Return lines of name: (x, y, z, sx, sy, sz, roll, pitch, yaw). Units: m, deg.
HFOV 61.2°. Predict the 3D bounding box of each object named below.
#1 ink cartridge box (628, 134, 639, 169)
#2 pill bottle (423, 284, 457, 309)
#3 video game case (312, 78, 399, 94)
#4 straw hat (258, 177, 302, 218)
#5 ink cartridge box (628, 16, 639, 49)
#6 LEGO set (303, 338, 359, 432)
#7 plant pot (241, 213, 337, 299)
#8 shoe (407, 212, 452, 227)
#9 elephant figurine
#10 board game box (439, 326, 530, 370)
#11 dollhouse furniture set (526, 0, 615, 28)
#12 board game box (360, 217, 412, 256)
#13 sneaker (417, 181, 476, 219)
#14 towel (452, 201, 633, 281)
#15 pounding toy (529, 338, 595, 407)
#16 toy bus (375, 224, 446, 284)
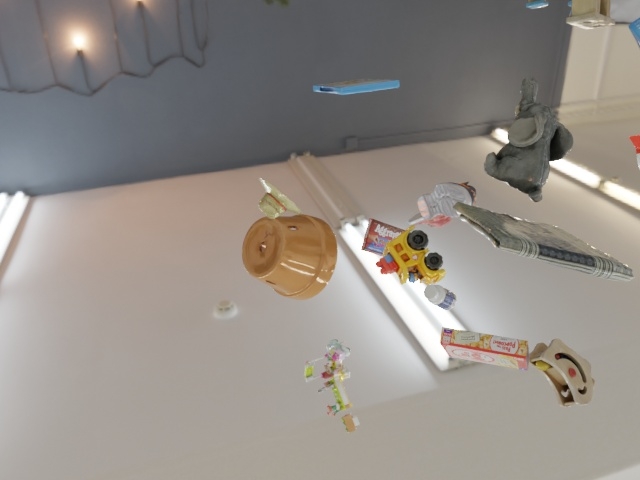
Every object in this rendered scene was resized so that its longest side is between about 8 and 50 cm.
ink cartridge box: (1.066, -0.263, 1.689, 0.145, 0.179, 0.045, -2, -126, 54)
pill bottle: (0.389, 0.183, 1.770, 0.120, 0.067, 0.067, 26, -175, -43)
video game case: (0.067, -0.307, 1.078, 0.119, 0.015, 0.166, -12, -159, -16)
straw hat: (-0.118, -0.088, 1.347, 0.061, 0.144, 0.144, -50, -136, -7)
ink cartridge box: (0.815, -0.346, 1.146, 0.129, 0.223, 0.307, -33, -134, 29)
LEGO set: (0.025, 0.415, 1.531, 0.107, 0.286, 0.132, -16, -160, -26)
plant pot: (-0.119, 0.041, 1.773, 0.204, 0.290, 0.291, 16, -170, -46)
shoe: (0.451, -0.081, 2.231, 0.178, 0.081, 0.063, -24, -161, 37)
elephant figurine: (0.498, -0.244, 1.270, 0.186, 0.239, 0.169, 32, -156, 17)
board game box: (0.396, 0.260, 1.297, 0.194, 0.147, 0.045, 6, -111, 26)
dollhouse furniture set: (0.587, -0.572, 1.292, 0.129, 0.129, 0.184, -10, -168, -43)
board game box: (0.305, 0.005, 2.398, 0.281, 0.145, 0.027, 16, 177, -37)
sneaker: (0.478, -0.157, 1.871, 0.180, 0.124, 0.321, -19, -175, -16)
towel: (0.492, 0.002, 1.256, 0.312, 0.056, 0.324, 13, -163, -8)
pounding toy: (0.754, 0.441, 1.718, 0.270, 0.155, 0.154, 37, -123, -9)
toy bus: (0.316, 0.086, 1.970, 0.211, 0.149, 0.220, -29, -108, -13)
